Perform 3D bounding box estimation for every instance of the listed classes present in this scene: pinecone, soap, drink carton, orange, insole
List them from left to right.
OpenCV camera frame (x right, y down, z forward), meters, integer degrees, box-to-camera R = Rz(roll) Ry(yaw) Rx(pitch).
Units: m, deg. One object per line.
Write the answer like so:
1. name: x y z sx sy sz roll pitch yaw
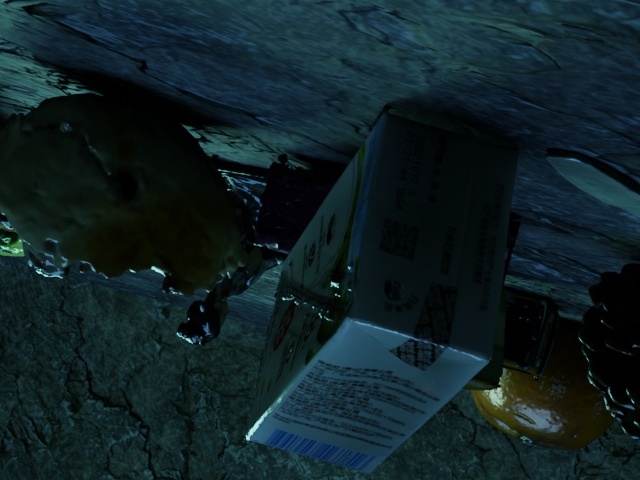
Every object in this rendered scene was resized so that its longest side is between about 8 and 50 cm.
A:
1. drink carton: 0.049 0.056 1.458 0.132 0.194 0.324 15 153 -10
2. soap: 0.060 -0.009 1.711 0.250 0.099 0.162 17 179 -2
3. orange: 0.306 0.197 2.353 0.224 0.170 0.224 15 172 2
4. insole: 0.244 -0.038 1.399 0.063 0.010 0.192 9 169 45
5. pinecone: 0.346 0.113 1.654 0.185 0.168 0.212 40 169 42

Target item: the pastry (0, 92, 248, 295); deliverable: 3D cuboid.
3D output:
1. pastry: -0.197 -0.060 1.669 0.256 0.170 0.237 16 -166 -34

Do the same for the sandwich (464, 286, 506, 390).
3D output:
1. sandwich: 0.110 0.080 1.962 0.227 0.155 0.198 6 167 0

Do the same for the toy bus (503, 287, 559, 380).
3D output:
1. toy bus: 0.206 0.109 2.209 0.201 0.098 0.114 13 172 29

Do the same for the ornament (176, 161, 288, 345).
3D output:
1. ornament: -0.093 0.027 1.909 0.153 0.196 0.166 13 173 33

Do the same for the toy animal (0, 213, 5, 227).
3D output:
1. toy animal: -0.484 -0.075 2.042 0.269 0.237 0.326 -4 -175 -34

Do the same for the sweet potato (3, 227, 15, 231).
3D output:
1. sweet potato: -0.399 -0.057 2.320 0.106 0.095 0.355 -29 -152 -36

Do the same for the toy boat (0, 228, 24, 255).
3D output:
1. toy boat: -0.476 -0.031 2.628 0.084 0.111 0.276 16 171 -33
